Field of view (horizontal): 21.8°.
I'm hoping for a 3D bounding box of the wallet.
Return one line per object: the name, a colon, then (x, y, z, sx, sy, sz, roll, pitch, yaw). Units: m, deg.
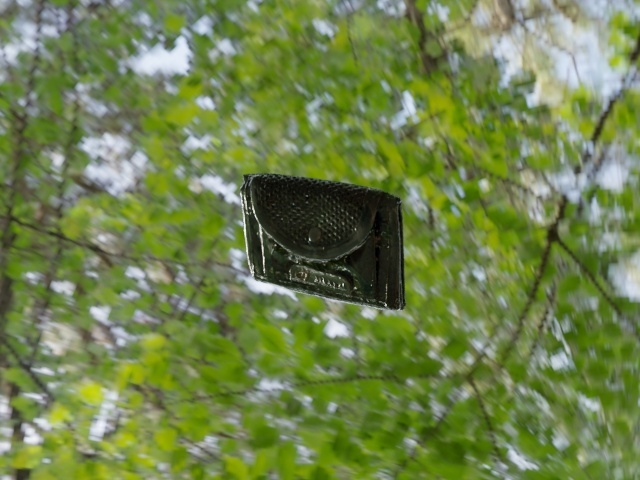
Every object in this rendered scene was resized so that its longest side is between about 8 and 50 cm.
wallet: (0.000, 0.000, 1.154, 0.129, 0.026, 0.088, 10, -66, 32)
